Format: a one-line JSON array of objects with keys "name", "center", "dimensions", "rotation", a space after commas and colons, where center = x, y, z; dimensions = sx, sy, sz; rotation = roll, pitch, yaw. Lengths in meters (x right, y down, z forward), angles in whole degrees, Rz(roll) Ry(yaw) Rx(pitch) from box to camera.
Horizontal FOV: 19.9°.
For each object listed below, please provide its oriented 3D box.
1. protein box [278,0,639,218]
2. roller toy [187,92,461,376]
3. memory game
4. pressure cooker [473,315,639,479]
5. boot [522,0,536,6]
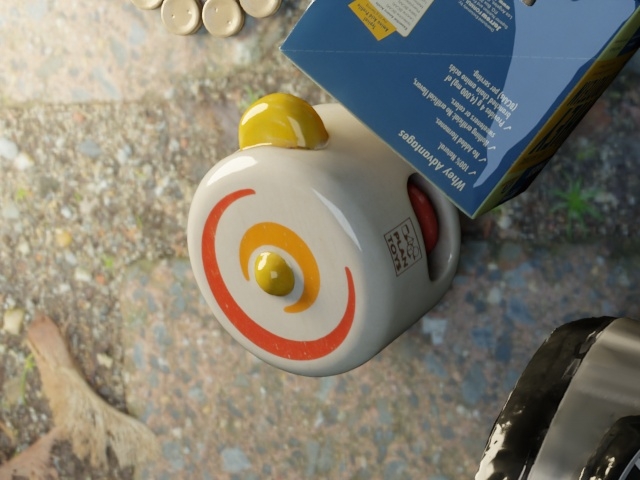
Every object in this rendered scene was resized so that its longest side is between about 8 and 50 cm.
[{"name": "protein box", "center": [0.119, -0.163, 1.362], "dimensions": [0.200, 0.136, 0.201], "rotation": [41, 113, 11]}, {"name": "roller toy", "center": [0.000, 0.000, 1.417], "dimensions": [0.191, 0.146, 0.209], "rotation": [39, 131, 13]}, {"name": "memory game", "center": [-0.095, -0.258, 1.506], "dimensions": [0.186, 0.012, 0.186], "rotation": [5, 102, 22]}, {"name": "pressure cooker", "center": [0.317, 0.263, 1.242], "dimensions": [0.420, 0.375, 0.369], "rotation": [17, 122, 20]}, {"name": "boot", "center": [0.194, -0.297, 1.262], "dimensions": [0.263, 0.091, 0.229], "rotation": [-32, 75, -11]}]
